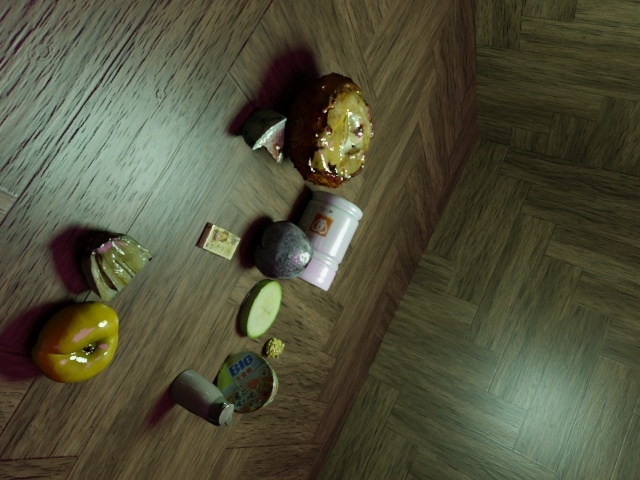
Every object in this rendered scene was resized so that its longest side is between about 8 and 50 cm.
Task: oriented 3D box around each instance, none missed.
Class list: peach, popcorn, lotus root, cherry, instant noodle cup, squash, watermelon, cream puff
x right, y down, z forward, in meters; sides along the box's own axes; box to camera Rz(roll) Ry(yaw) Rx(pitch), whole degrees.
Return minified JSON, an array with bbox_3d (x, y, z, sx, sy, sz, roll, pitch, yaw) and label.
[{"bbox_3d":[-0.508,0.212,0.973,0.179,0.103,0.179,-38,140,-42],"label":"peach"},{"bbox_3d":[-0.182,0.423,1.810,0.083,0.057,0.082,-52,149,-24],"label":"popcorn"},{"bbox_3d":[-0.449,0.035,0.988,0.143,0.070,0.144,-46,151,-26],"label":"lotus root"},{"bbox_3d":[-0.118,0.037,1.489,0.195,0.195,0.195,-43,144,-41],"label":"cherry"},{"bbox_3d":[-0.244,0.502,1.615,0.205,0.205,0.153,-60,163,-16],"label":"instant noodle cup"},{"bbox_3d":[-0.204,0.242,1.644,0.219,0.041,0.219,-43,145,-41],"label":"squash"},{"bbox_3d":[-0.144,-0.300,1.290,0.121,0.098,0.158,-55,151,7],"label":"watermelon"},{"bbox_3d":[0.016,-0.326,1.414,0.350,0.229,0.350,-17,112,-49],"label":"cream puff"}]

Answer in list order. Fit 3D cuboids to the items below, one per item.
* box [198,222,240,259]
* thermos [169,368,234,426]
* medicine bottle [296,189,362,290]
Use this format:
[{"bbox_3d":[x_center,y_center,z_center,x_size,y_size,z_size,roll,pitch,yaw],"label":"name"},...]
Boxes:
[{"bbox_3d":[-0.287,0.003,1.326,0.073,0.020,0.149,-65,154,-5],"label":"box"},{"bbox_3d":[-0.346,0.489,1.392,0.105,0.193,0.137,-36,140,-49],"label":"thermos"},{"bbox_3d":[0.000,0.000,1.665,0.315,0.202,0.202,-65,154,-8],"label":"medicine bottle"}]
